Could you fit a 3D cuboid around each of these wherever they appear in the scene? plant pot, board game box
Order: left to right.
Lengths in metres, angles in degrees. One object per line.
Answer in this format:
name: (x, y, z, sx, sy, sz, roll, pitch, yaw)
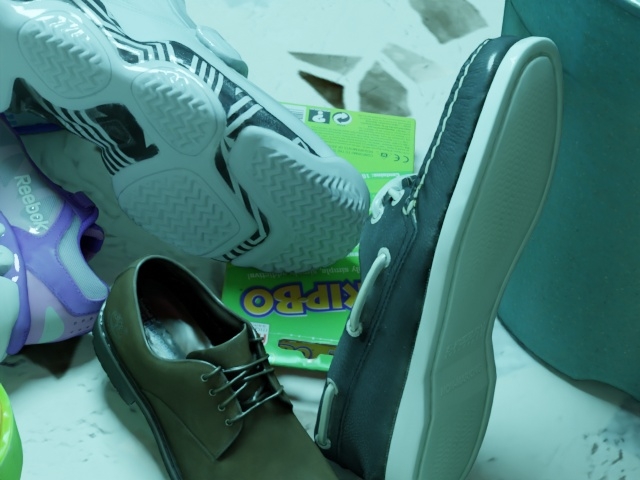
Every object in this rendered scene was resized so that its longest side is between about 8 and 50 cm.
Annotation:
board game box: (0.000, 0.000, 1.220, 0.124, 0.039, 0.259, 7, 41, -1)
plant pot: (0.250, -0.091, 1.141, 0.341, 0.334, 0.341, 5, 44, -5)

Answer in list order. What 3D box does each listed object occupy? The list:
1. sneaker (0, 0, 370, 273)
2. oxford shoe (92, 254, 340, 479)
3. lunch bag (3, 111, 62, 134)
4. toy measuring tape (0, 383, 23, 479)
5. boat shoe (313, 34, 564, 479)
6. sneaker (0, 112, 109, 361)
sneaker: (-0.110, -0.138, 1.177, 0.366, 0.137, 0.210, 29, 47, -6)
oxford shoe: (-0.054, 0.102, 1.050, 0.083, 0.096, 0.227, -33, 73, -33)
lunch bag: (-0.249, -0.146, 1.291, 0.151, 0.096, 0.129, -9, 51, -5)
toy measuring tape: (-0.231, 0.168, 0.961, 0.121, 0.121, 0.330, 7, 52, -2)
boat shoe: (0.061, 0.016, 1.028, 0.091, 0.302, 0.114, 26, 21, 29)
sneaker: (-0.200, -0.017, 1.172, 0.104, 0.095, 0.236, -4, 50, -23)
